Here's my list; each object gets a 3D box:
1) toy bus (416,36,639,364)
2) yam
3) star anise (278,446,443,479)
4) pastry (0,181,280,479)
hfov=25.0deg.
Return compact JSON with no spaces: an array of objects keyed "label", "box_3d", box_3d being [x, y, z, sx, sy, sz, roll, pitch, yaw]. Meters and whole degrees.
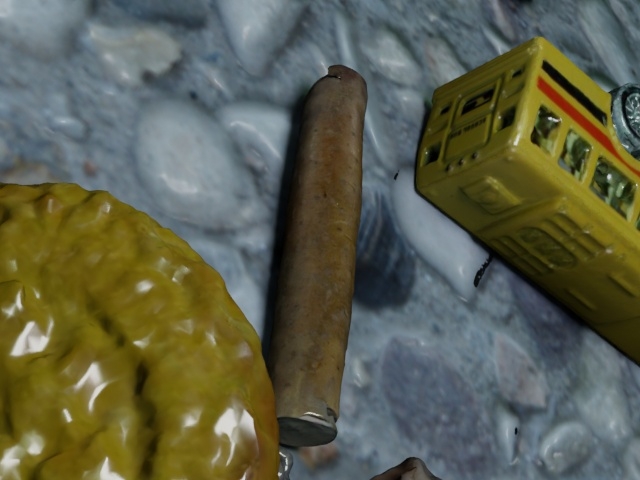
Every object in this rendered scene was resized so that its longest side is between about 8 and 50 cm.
[{"label":"toy bus","box_3d":[0.224,-0.002,1.023,0.335,0.121,0.123,37,53,-24]},{"label":"yam","box_3d":[0.000,0.000,0.846,0.046,0.046,0.264,31,45,-28]},{"label":"star anise","box_3d":[-0.019,0.184,0.658,0.257,0.110,0.198,15,58,-44]},{"label":"pastry","box_3d":[-0.132,0.089,0.530,0.235,0.132,0.240,-3,52,-17]}]
